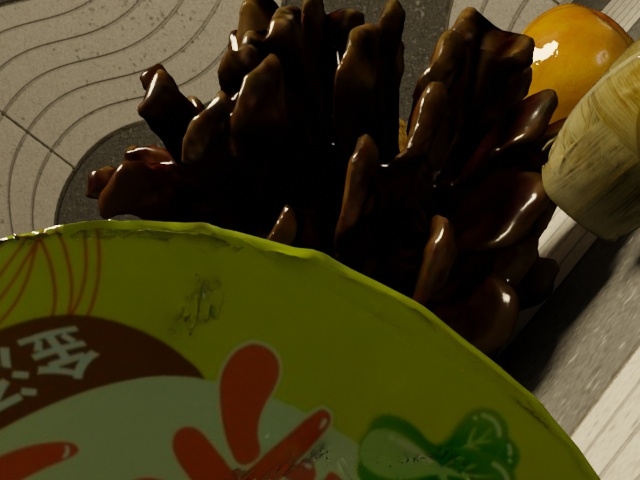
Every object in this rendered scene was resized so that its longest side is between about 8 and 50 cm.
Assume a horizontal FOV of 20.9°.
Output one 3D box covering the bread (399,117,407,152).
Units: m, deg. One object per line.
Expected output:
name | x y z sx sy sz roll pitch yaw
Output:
bread | 0.054 -0.046 1.605 0.114 0.275 0.185 -52 1 17

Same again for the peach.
peach | 0.219 -0.134 1.508 0.138 0.138 0.138 -52 2 3

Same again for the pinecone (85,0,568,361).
pinecone | 0.000 0.000 1.305 0.398 0.398 0.398 -52 2 3

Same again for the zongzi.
zongzi | 0.204 -0.051 1.034 0.194 0.099 0.197 -51 10 37

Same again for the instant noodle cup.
instant noodle cup | -0.052 0.160 0.567 0.311 0.311 0.221 -53 -7 -9
